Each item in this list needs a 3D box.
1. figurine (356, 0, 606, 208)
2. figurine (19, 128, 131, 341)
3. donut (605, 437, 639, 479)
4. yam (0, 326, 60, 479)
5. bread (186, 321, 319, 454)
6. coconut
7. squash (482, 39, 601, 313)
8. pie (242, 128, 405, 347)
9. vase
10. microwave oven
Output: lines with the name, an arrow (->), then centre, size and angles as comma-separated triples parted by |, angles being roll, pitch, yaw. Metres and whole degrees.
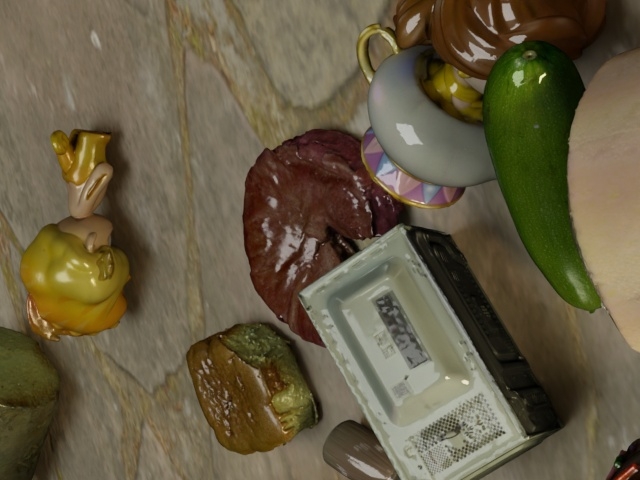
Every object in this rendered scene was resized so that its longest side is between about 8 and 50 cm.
figurine -> 0.125, -0.147, 1.188 | 0.189, 0.142, 0.263 | 34, 135, 5
figurine -> -0.277, -0.005, 1.710 | 0.156, 0.131, 0.246 | -167, 79, -66
donut -> 0.316, 0.263, 1.137 | 0.270, 0.103, 0.269 | 28, 133, 35
yam -> -0.433, 0.239, 1.933 | 0.161, 0.161, 0.268 | 45, 131, 27
bread -> -0.071, 0.156, 1.570 | 0.128, 0.069, 0.140 | -26, 85, 48
coconut -> 0.276, -0.031, 1.001 | 0.244, 0.239, 0.239 | -13, 94, 49
squash -> 0.178, -0.047, 1.136 | 0.082, 0.082, 0.292 | 31, 159, 37
pie -> 0.000, 0.000, 1.448 | 0.204, 0.054, 0.218 | 13, 112, 44
vase -> 0.055, 0.222, 1.468 | 0.101, 0.053, 0.053 | 29, 123, 34
microwave oven -> 0.100, 0.103, 1.281 | 0.122, 0.162, 0.208 | -34, 76, 16
